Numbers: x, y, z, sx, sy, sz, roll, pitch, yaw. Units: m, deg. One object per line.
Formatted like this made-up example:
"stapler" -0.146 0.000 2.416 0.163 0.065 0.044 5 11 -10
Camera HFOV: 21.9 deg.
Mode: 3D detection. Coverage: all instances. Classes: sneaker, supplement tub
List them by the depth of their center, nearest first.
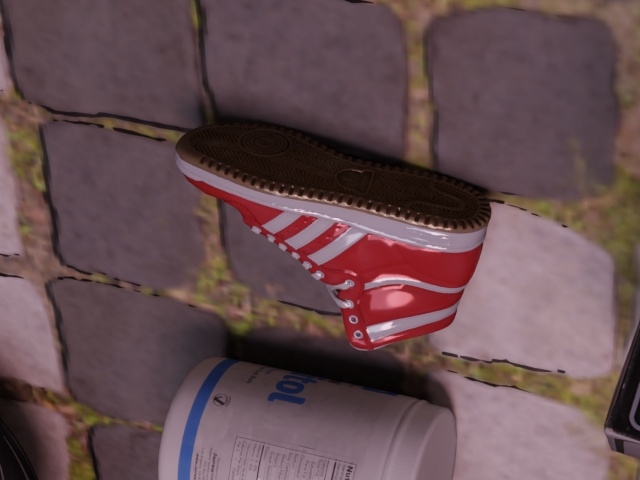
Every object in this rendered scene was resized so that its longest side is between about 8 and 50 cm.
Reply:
"sneaker" 0.000 0.000 0.614 0.118 0.042 0.067 17 129 10
"supplement tub" -0.005 0.090 0.671 0.107 0.071 0.071 10 130 18

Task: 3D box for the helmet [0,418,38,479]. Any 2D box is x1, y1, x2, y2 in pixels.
"helmet" -0.203 0.132 0.743 0.161 0.169 0.169 15 134 38

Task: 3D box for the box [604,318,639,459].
"box" 0.231 0.063 0.463 0.290 0.087 0.169 18 175 14
